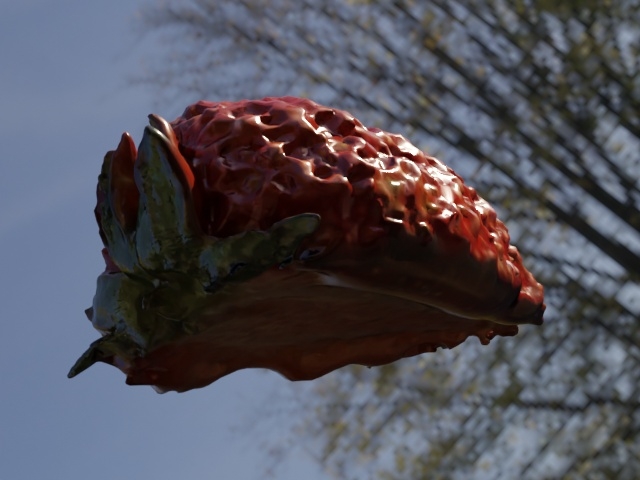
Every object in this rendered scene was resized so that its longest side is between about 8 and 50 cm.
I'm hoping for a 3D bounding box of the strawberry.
[{"bbox_3d":[0.012,-0.006,0.758,0.228,0.098,0.174,-1,-23,-26],"label":"strawberry"}]
